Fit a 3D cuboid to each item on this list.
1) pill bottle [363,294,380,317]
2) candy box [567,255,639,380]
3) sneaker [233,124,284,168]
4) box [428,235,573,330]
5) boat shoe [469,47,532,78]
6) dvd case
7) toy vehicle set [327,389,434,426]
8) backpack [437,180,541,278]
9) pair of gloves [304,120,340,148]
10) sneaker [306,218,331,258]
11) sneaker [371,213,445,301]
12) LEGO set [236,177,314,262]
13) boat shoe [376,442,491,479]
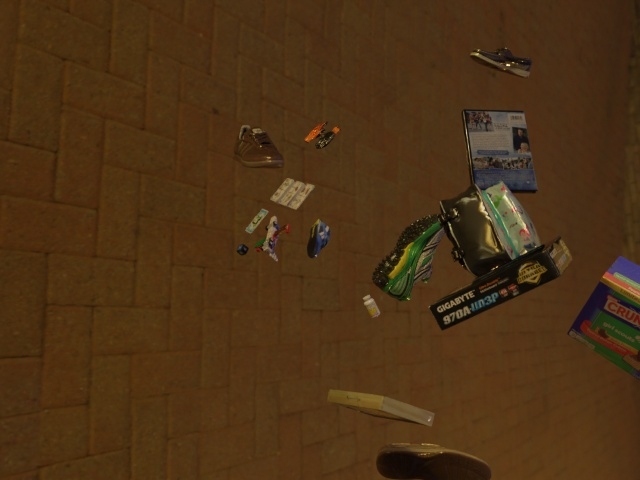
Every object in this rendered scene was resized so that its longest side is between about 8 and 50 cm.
[{"bbox_3d":[0.197,0.256,2.327,0.043,0.043,0.083,-37,103,-53],"label":"pill bottle"},{"bbox_3d":[0.925,0.238,1.768,0.122,0.268,0.317,-39,150,-30],"label":"candy box"},{"bbox_3d":[-0.123,-0.178,1.129,0.066,0.188,0.071,-6,106,-27],"label":"sneaker"},{"bbox_3d":[0.315,0.073,1.036,0.175,0.220,0.051,-15,75,-59],"label":"box"},{"bbox_3d":[0.395,-0.396,1.304,0.152,0.056,0.049,11,105,-25],"label":"boat shoe"},{"bbox_3d":[0.489,-0.247,1.643,0.022,0.181,0.252,105,-16,-69],"label":"dvd case"},{"bbox_3d":[0.154,0.447,1.604,0.166,0.267,0.035,25,70,-24],"label":"toy vehicle set"},{"bbox_3d":[0.398,-0.004,1.383,0.253,0.191,0.225,41,28,-60],"label":"backpack"},{"bbox_3d":[0.005,-0.255,1.446,0.074,0.083,0.010,-45,133,-5],"label":"pair of gloves"},{"bbox_3d":[0.000,0.000,1.722,0.059,0.053,0.144,32,42,-19],"label":"sneaker"},{"bbox_3d":[0.315,0.049,1.946,0.146,0.134,0.343,45,76,-18],"label":"sneaker"},{"bbox_3d":[-0.113,-0.046,1.548,0.060,0.182,0.244,42,81,-27],"label":"LEGO set"},{"bbox_3d":[0.343,0.672,1.824,0.110,0.341,0.121,-32,128,-80],"label":"boat shoe"}]
